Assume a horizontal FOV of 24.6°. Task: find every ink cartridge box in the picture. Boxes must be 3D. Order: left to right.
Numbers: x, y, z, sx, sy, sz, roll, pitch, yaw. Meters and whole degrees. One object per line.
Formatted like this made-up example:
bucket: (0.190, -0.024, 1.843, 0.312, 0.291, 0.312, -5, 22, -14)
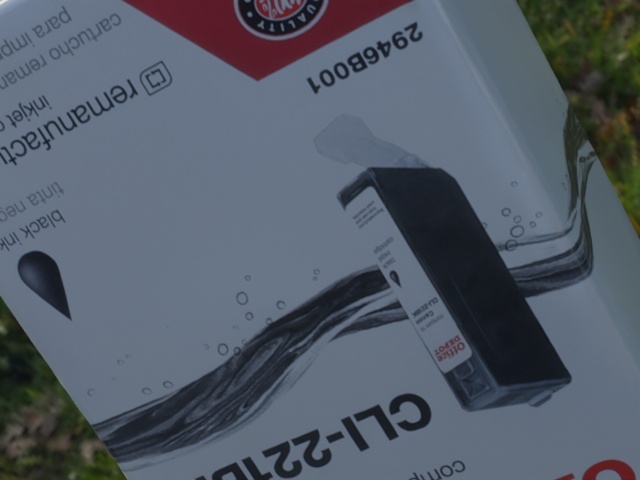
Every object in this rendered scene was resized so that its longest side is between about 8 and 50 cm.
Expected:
ink cartridge box: (0.000, 0.000, 0.547, 0.197, 0.273, 0.114, -25, 18, 21)
